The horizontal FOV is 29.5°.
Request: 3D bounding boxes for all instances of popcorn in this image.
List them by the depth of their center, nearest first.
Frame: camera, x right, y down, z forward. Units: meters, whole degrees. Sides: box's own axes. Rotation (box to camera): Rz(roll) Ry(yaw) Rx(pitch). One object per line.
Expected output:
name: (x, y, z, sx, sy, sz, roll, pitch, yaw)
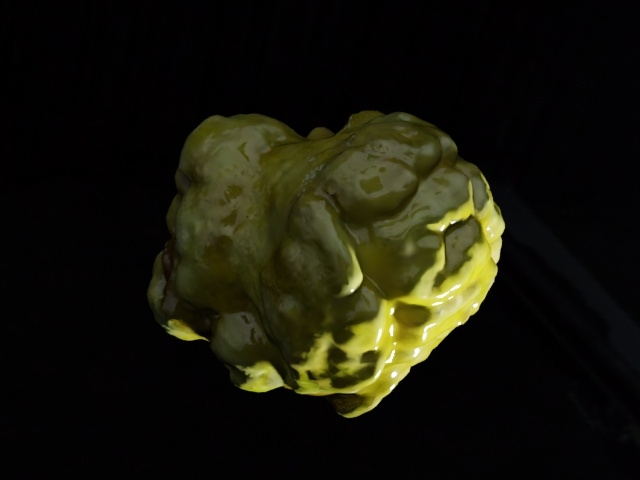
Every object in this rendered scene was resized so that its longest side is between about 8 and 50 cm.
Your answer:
popcorn: (0.000, 0.000, 0.753, 0.203, 0.200, 0.226, 40, -173, -1)
